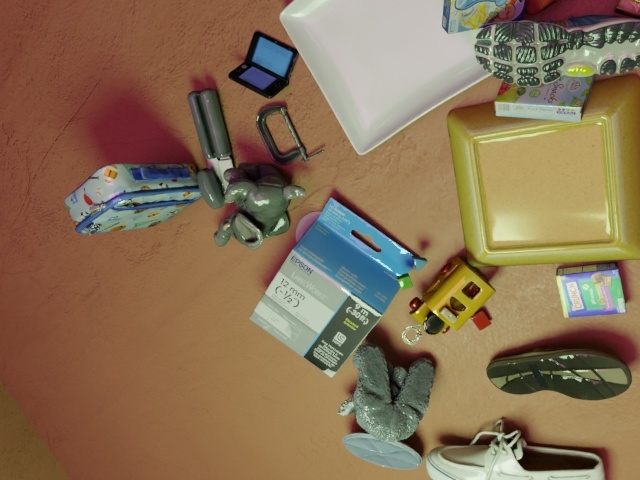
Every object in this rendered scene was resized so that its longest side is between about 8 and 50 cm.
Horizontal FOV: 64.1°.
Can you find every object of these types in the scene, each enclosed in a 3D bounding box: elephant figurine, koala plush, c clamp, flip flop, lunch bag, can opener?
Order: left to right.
[{"bbox_3d":[-0.444,-0.107,1.244,0.243,0.303,0.115,-24,86,32],"label":"lunch bag"},{"bbox_3d":[-0.266,-0.217,1.236,0.076,0.095,0.283,-1,113,27],"label":"can opener"},{"bbox_3d":[-0.155,-0.053,1.221,0.186,0.169,0.239,-123,35,-51],"label":"elephant figurine"},{"bbox_3d":[-0.078,-0.244,1.179,0.137,0.022,0.160,-27,95,36],"label":"c clamp"},{"bbox_3d":[0.137,0.384,1.198,0.196,0.203,0.221,18,146,-3],"label":"koala plush"},{"bbox_3d":[0.476,0.260,1.041,0.277,0.080,0.112,-19,103,46],"label":"flip flop"}]

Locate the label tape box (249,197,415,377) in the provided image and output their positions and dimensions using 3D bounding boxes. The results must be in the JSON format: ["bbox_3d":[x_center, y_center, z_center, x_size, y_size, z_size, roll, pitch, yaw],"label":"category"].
[{"bbox_3d":[0.024,0.115,1.183,0.249,0.115,0.347,35,121,4],"label":"label tape box"}]

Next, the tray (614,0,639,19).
[{"bbox_3d":[0.618,-0.501,0.704,0.203,0.076,0.410,27,118,17],"label":"tray"}]

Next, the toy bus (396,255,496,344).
[{"bbox_3d":[0.261,0.134,1.055,0.191,0.104,0.202,-5,101,6],"label":"toy bus"}]

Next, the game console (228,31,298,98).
[{"bbox_3d":[-0.127,-0.386,1.126,0.122,0.107,0.071,31,146,15],"label":"game console"}]

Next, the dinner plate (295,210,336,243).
[{"bbox_3d":[0.000,0.000,1.224,0.141,0.017,0.141,9,112,23],"label":"dinner plate"}]

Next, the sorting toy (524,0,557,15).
[{"bbox_3d":[0.384,-0.558,0.806,0.126,0.127,0.365,-8,102,-1],"label":"sorting toy"}]

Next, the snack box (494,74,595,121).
[{"bbox_3d":[0.385,-0.257,0.882,0.141,0.100,0.037,14,155,30],"label":"snack box"}]

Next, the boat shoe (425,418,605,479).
[{"bbox_3d":[0.412,0.469,1.105,0.367,0.136,0.156,3,108,23],"label":"boat shoe"}]

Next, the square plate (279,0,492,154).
[{"bbox_3d":[0.132,-0.399,1.000,0.347,0.049,0.344,-29,93,32],"label":"square plate"}]

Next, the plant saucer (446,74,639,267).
[{"bbox_3d":[0.411,-0.102,0.942,0.333,0.081,0.332,-5,104,28],"label":"plant saucer"}]

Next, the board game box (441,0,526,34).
[{"bbox_3d":[0.270,-0.441,0.810,0.136,0.035,0.201,-12,138,-3],"label":"board game box"}]

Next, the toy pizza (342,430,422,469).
[{"bbox_3d":[0.155,0.518,1.276,0.201,0.032,0.201,13,142,10],"label":"toy pizza"}]

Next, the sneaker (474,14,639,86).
[{"bbox_3d":[0.400,-0.323,0.852,0.275,0.110,0.107,6,129,18],"label":"sneaker"}]

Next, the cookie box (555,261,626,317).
[{"bbox_3d":[0.516,0.096,0.978,0.107,0.040,0.091,-11,103,30],"label":"cookie box"}]
